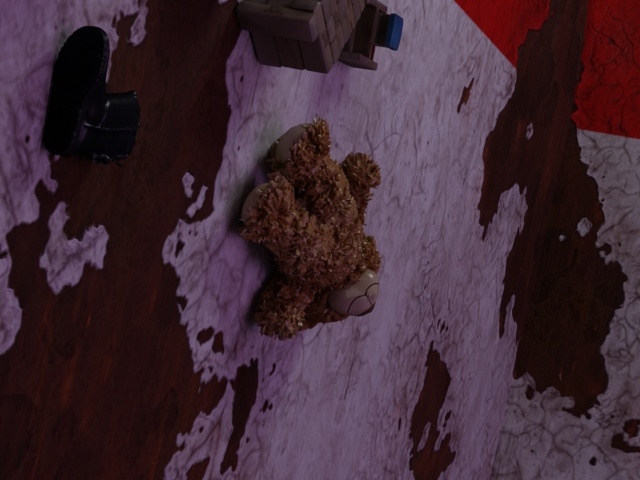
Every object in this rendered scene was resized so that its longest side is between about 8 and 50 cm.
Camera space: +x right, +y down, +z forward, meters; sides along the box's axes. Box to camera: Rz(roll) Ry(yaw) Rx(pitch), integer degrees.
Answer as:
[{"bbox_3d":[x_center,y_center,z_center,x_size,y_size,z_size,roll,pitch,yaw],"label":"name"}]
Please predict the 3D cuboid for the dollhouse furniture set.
[{"bbox_3d":[0.112,-0.304,1.660,0.129,0.129,0.184,8,93,-69],"label":"dollhouse furniture set"}]

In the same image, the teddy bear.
[{"bbox_3d":[0.000,0.000,1.573,0.245,0.113,0.338,-55,149,-40],"label":"teddy bear"}]

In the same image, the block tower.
[{"bbox_3d":[0.021,-0.327,1.473,0.097,0.091,0.335,76,34,-47],"label":"block tower"}]

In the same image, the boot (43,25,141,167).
[{"bbox_3d":[-0.188,-0.121,1.126,0.099,0.045,0.121,-2,111,-66],"label":"boot"}]
